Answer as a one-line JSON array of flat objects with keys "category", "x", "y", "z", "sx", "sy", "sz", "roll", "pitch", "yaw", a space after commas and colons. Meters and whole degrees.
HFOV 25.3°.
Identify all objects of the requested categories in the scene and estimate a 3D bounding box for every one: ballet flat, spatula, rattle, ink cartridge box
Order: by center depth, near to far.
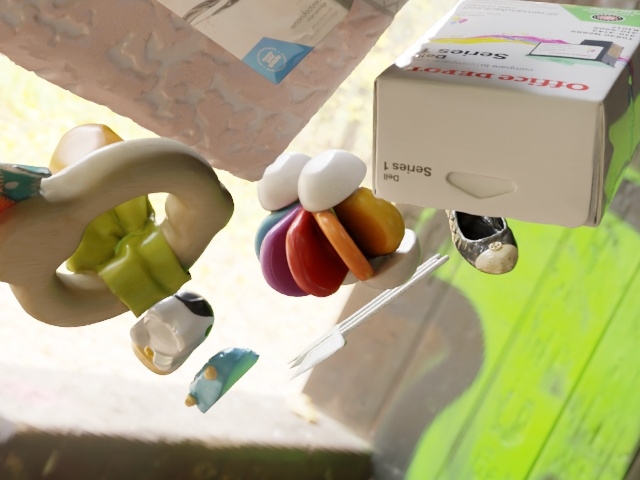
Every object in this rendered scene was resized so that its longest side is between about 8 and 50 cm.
[{"category": "rattle", "x": -0.147, "y": -0.039, "z": 0.742, "sx": 0.199, "sy": 0.130, "sz": 0.143, "roll": 10, "pitch": 53, "yaw": -52}, {"category": "ink cartridge box", "x": -0.071, "y": -0.211, "z": 1.072, "sx": 0.180, "sy": 0.104, "sz": 0.060, "roll": 34, "pitch": 46, "yaw": -16}, {"category": "ink cartridge box", "x": 0.184, "y": -0.126, "z": 1.293, "sx": 0.201, "sy": 0.117, "sz": 0.278, "roll": 8, "pitch": 27, "yaw": 20}, {"category": "ballet flat", "x": 0.153, "y": -0.028, "z": 1.409, "sx": 0.057, "sy": 0.049, "sz": 0.173, "roll": -14, "pitch": 41, "yaw": -5}, {"category": "spatula", "x": 0.058, "y": 0.092, "z": 1.745, "sx": 0.019, "sy": 0.242, "sz": 0.168, "roll": 55, "pitch": -1, "yaw": 1}]

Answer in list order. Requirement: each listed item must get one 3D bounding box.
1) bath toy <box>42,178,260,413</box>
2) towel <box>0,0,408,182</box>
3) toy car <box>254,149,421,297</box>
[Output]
[{"category": "bath toy", "x": -0.224, "y": 0.049, "z": 1.733, "sx": 0.348, "sy": 0.151, "sz": 0.129, "roll": 47, "pitch": 44, "yaw": 0}, {"category": "towel", "x": -0.082, "y": -0.221, "z": 1.207, "sx": 0.332, "sy": 0.317, "sz": 0.053, "roll": 27, "pitch": 24, "yaw": -39}, {"category": "toy car", "x": 0.000, "y": 0.000, "z": 1.454, "sx": 0.159, "sy": 0.136, "sz": 0.182, "roll": 52, "pitch": -25, "yaw": -24}]
